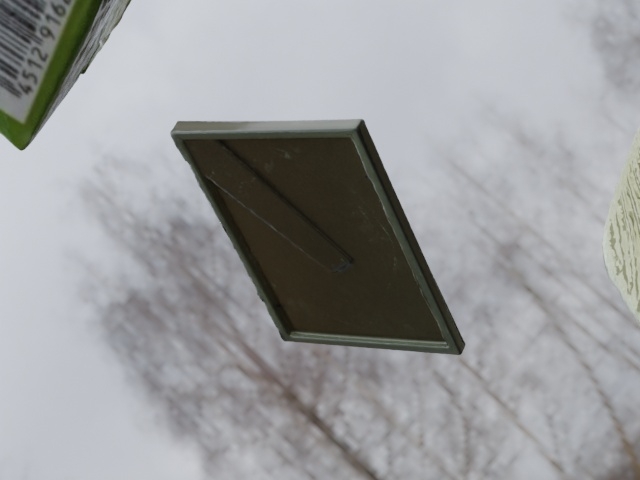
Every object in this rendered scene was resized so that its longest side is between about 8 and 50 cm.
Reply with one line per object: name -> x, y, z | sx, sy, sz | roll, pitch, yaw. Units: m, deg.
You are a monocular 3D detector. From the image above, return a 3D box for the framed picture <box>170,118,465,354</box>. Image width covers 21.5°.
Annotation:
framed picture -> 0.000, 0.000, 1.864 | 0.022, 0.247, 0.335 | -58, -44, -36

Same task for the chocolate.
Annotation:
chocolate -> -0.304, -0.306, 2.008 | 0.301, 0.137, 0.289 | -57, 6, 35

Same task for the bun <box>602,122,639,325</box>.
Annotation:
bun -> 0.492, -0.021, 1.915 | 0.227, 0.349, 0.352 | 9, -27, -28
